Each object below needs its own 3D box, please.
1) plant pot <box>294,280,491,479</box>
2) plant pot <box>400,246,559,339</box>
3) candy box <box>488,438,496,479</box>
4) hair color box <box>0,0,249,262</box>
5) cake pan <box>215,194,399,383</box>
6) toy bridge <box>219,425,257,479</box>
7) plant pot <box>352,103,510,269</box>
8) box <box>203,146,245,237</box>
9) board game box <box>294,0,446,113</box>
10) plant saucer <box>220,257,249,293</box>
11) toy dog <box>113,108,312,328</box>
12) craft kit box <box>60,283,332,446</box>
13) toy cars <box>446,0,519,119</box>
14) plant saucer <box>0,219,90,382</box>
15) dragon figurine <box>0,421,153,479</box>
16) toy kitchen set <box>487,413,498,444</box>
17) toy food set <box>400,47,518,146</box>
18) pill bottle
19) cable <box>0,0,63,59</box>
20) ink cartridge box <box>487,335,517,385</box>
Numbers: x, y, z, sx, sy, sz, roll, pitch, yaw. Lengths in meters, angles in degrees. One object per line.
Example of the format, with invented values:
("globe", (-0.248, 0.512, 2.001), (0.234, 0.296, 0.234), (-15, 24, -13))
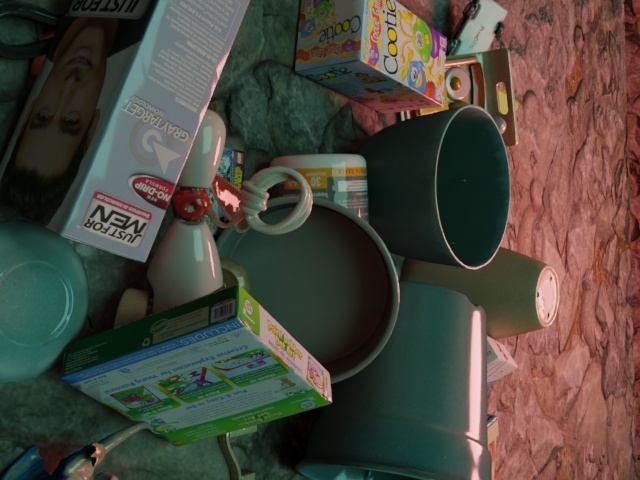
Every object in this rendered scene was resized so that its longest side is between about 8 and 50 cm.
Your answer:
("plant pot", (0.151, 0.270, 1.276), (0.341, 0.341, 0.334), (38, 54, -45))
("plant pot", (0.353, 0.109, 1.539), (0.256, 0.274, 0.256), (-1, 92, -52))
("candy box", (0.284, 0.504, 1.610), (0.316, 0.088, 0.182), (9, 84, -51))
("hair color box", (-0.224, -0.182, 0.825), (0.114, 0.185, 0.374), (25, 84, -49))
("cake pan", (-0.028, 0.074, 1.088), (0.054, 0.293, 0.293), (-54, 138, -77))
("toy bridge", (-0.130, 0.297, 1.139), (0.063, 0.026, 0.188), (2, 90, -49))
("plant pot", (0.187, -0.098, 1.357), (0.293, 0.235, 0.292), (-3, 94, -51))
("box", (-0.159, -0.075, 1.092), (0.094, 0.027, 0.137), (7, 85, -50))
("board game box", (0.099, -0.341, 1.314), (0.275, 0.144, 0.142), (11, 81, -52))
("plant saucer", (-0.147, 0.067, 1.069), (0.015, 0.083, 0.083), (-48, 133, -76))
("toy dog", (-0.167, -0.001, 0.972), (0.220, 0.161, 0.333), (28, 100, -9))
("craft kit box", (-0.148, 0.172, 0.924), (0.246, 0.250, 0.061), (54, 23, -44))
("toy cars", (0.359, -0.362, 1.679), (0.177, 0.087, 0.393), (-14, 102, -15))
("plant saucer", (-0.348, 0.073, 0.854), (0.195, 0.037, 0.194), (-3, 94, -50))
("dragon figurine", (-0.320, 0.297, 0.854), (0.289, 0.144, 0.085), (-62, 136, -57))
("toy kitchen set", (0.229, 0.320, 1.441), (0.122, 0.207, 0.166), (-20, 106, -50))
("toy food set", (0.296, -0.287, 1.547), (0.306, 0.092, 0.219), (-15, 103, -30))
("pill bottle", (0.000, 0.000, 1.186), (0.162, 0.162, 0.278), (-6, 95, -51))
("cable", (-0.295, -0.274, 0.920), (0.287, 0.072, 0.139), (-32, 133, -33))
("ink cartridge box", (0.322, 0.250, 1.478), (0.181, 0.104, 0.061), (30, 27, -55))
